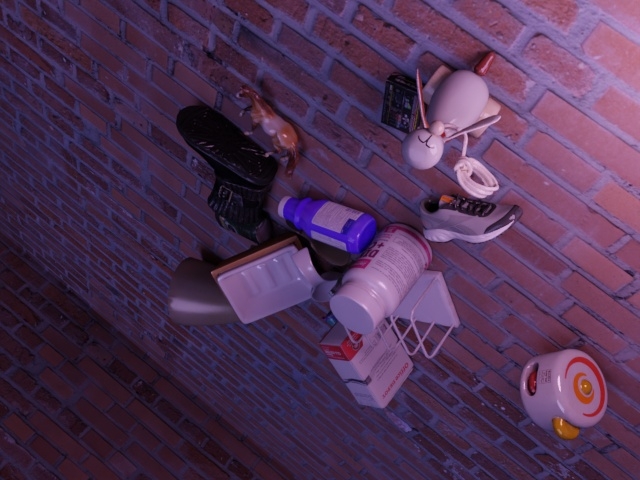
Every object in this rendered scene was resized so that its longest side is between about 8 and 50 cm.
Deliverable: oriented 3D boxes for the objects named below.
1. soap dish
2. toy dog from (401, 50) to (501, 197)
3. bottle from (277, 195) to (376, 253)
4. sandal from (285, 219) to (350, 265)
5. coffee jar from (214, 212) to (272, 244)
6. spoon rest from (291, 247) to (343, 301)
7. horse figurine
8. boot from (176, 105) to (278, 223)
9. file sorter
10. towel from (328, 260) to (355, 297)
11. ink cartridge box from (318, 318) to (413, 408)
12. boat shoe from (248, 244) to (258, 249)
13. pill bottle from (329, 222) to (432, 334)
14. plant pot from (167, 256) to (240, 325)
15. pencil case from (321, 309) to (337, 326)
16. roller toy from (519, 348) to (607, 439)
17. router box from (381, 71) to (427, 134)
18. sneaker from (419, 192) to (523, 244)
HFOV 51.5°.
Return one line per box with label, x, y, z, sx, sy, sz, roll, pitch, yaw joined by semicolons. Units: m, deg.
soap dish;-0.165;0.116;2.093;0.118;0.290;0.229;-105;-9;-59
toy dog;0.261;-0.254;1.243;0.220;0.334;0.161;21;130;-12
bottle;0.012;-0.054;1.840;0.282;0.118;0.092;20;141;28
sandal;0.004;-0.005;1.964;0.240;0.088;0.079;36;178;21
coffee jar;-0.250;-0.060;2.131;0.184;0.079;0.096;23;155;25
spoon rest;0.005;0.120;1.983;0.276;0.137;0.084;44;-160;-51
horse figurine;-0.134;-0.293;1.775;0.263;0.066;0.174;49;152;-5
boot;-0.298;-0.212;1.968;0.348;0.131;0.260;40;146;4
file sorter;0.212;0.202;1.872;0.277;0.173;0.193;5;131;42
towel;0.082;0.148;1.962;0.023;0.152;0.113;-4;124;36
ink cartridge box;0.149;0.360;2.087;0.114;0.197;0.273;-6;123;50
boat shoe;-0.196;0.119;2.276;0.094;0.109;0.302;15;149;12
pill bottle;0.156;0.098;1.714;0.160;0.283;0.160;26;143;22
plant pot;-0.376;0.206;2.439;0.274;0.256;0.256;7;135;17
pencil case;0.079;0.293;2.201;0.070;0.064;0.152;-36;99;30
roller toy;0.604;0.370;1.640;0.146;0.209;0.191;-31;84;54
router box;0.187;-0.299;1.466;0.092;0.038;0.122;29;144;20
sneaker;0.335;-0.057;1.532;0.271;0.100;0.108;-3;121;47
